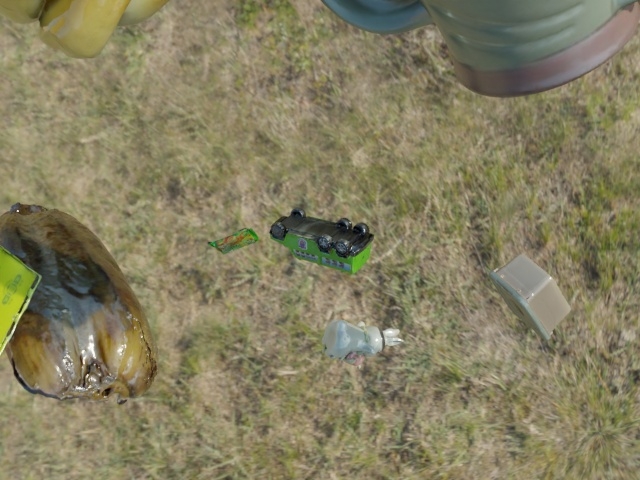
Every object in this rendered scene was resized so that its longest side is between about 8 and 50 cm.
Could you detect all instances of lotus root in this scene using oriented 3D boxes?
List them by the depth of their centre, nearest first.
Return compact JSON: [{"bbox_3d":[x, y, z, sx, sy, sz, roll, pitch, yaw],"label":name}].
[{"bbox_3d":[-0.276,0.039,0.813,0.329,0.167,0.078,48,118,40],"label":"lotus root"}]

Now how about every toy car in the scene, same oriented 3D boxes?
[{"bbox_3d":[0.000,0.000,1.142,0.165,0.071,0.063,15,124,28],"label":"toy car"}]

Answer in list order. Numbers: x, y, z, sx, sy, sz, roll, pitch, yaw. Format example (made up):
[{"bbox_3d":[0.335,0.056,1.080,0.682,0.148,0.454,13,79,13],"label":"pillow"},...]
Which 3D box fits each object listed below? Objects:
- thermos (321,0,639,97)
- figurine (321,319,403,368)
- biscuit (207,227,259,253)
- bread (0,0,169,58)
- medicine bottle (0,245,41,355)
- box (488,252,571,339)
[{"bbox_3d":[0.041,-0.181,0.292,0.176,0.265,0.146,1,49,36],"label":"thermos"},{"bbox_3d":[0.077,0.199,1.443,0.098,0.146,0.081,-47,39,45],"label":"figurine"},{"bbox_3d":[-0.154,0.002,1.326,0.089,0.046,0.016,-21,57,14],"label":"biscuit"},{"bbox_3d":[-0.271,-0.440,0.973,0.329,0.245,0.424,12,64,54],"label":"bread"},{"bbox_3d":[-0.385,0.028,0.610,0.141,0.250,0.137,4,61,27],"label":"medicine bottle"},{"bbox_3d":[0.309,0.079,1.077,0.062,0.122,0.089,-43,42,1],"label":"box"}]
